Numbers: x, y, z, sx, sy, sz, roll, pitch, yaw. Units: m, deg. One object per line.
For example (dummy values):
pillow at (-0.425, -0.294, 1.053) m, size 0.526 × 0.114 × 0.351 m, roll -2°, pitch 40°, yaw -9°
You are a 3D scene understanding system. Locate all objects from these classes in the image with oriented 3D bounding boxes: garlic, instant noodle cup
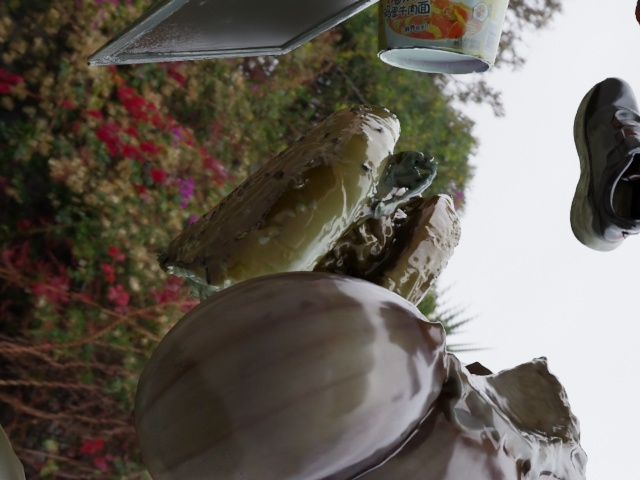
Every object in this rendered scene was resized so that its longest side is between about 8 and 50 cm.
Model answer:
garlic at (0.016, 0.125, 0.419) m, size 0.191 × 0.214 × 0.160 m, roll -39°, pitch -128°, yaw 17°
instant noodle cup at (0.167, -0.314, 1.253) m, size 0.205 × 0.205 × 0.152 m, roll 6°, pitch -89°, yaw 46°

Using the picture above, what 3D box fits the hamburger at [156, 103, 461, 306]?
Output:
hamburger at (0.000, 0.000, 0.937) m, size 0.277 × 0.195 × 0.318 m, roll -44°, pitch -170°, yaw -13°

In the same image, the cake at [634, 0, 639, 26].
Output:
cake at (0.366, -0.272, 0.812) m, size 0.135 × 0.287 × 0.098 m, roll -11°, pitch -135°, yaw -11°

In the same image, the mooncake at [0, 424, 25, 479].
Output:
mooncake at (-0.355, 0.171, 0.334) m, size 0.467 × 0.262 × 0.466 m, roll -4°, pitch -114°, yaw 10°

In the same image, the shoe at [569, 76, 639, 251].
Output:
shoe at (0.384, -0.098, 1.169) m, size 0.112 × 0.099 × 0.227 m, roll -178°, pitch -85°, yaw -71°

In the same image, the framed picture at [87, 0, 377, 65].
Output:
framed picture at (-0.025, -0.176, 0.653) m, size 0.252 × 0.197 × 0.014 m, roll -17°, pitch -92°, yaw 48°
